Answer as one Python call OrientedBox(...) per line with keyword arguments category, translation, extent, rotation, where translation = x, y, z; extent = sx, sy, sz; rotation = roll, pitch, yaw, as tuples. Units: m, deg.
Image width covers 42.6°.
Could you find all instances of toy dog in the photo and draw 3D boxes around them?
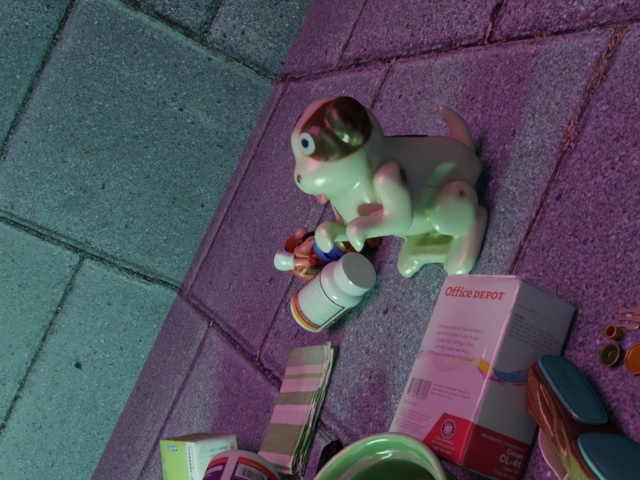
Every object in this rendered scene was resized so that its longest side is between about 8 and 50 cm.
OrientedBox(category="toy dog", translation=(0.129, -0.139, 1.667), extent=(0.395, 0.408, 0.284), rotation=(-66, 22, -2))

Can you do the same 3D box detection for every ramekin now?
OrientedBox(category="ramekin", translation=(0.109, 0.461, 1.246), extent=(0.303, 0.148, 0.303), rotation=(-32, 36, 26))

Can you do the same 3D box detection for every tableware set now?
OrientedBox(category="tableware set", translation=(0.456, 0.137, 1.152), extent=(0.154, 0.024, 0.104), rotation=(-9, 59, 64))

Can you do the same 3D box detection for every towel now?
OrientedBox(category="towel", translation=(-0.065, 0.410, 2.012), extent=(0.248, 0.038, 0.324), rotation=(-23, 46, 60))

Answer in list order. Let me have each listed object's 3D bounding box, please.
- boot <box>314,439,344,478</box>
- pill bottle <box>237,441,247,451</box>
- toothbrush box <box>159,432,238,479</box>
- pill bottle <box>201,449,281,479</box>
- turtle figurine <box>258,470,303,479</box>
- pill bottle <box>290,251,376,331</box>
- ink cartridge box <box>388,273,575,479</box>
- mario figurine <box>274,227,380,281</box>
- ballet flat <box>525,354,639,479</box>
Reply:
OrientedBox(category="boot", translation=(-0.041, 0.527, 1.632), extent=(0.207, 0.094, 0.246), rotation=(-16, 46, 13))
OrientedBox(category="pill bottle", translation=(-0.247, 0.572, 2.210), extent=(0.116, 0.065, 0.065), rotation=(-20, 49, 61))
OrientedBox(category="toothbrush box", translation=(-0.312, 0.613, 2.138), extent=(0.283, 0.122, 0.206), rotation=(-24, 73, 61))
OrientedBox(category="pill bottle", translation=(-0.209, 0.638, 1.819), extent=(0.181, 0.181, 0.323), rotation=(-47, 14, 37))
OrientedBox(category="turtle figurine", translation=(-0.067, 0.597, 1.723), extent=(0.175, 0.118, 0.234), rotation=(-12, 44, 11))
OrientedBox(category="pill bottle", translation=(0.031, 0.124, 1.989), extent=(0.221, 0.121, 0.121), rotation=(-43, 30, 42))
OrientedBox(category="ink cartridge box", translation=(0.262, 0.220, 1.357), extent=(0.226, 0.131, 0.306), rotation=(0, 65, 67))
OrientedBox(category="mario figurine", translation=(0.000, 0.000, 2.113), extent=(0.321, 0.198, 0.170), rotation=(-23, 59, 53))
OrientedBox(category="ballet flat", translation=(0.359, 0.292, 1.114), extent=(0.342, 0.116, 0.124), rotation=(-114, 33, -63))
